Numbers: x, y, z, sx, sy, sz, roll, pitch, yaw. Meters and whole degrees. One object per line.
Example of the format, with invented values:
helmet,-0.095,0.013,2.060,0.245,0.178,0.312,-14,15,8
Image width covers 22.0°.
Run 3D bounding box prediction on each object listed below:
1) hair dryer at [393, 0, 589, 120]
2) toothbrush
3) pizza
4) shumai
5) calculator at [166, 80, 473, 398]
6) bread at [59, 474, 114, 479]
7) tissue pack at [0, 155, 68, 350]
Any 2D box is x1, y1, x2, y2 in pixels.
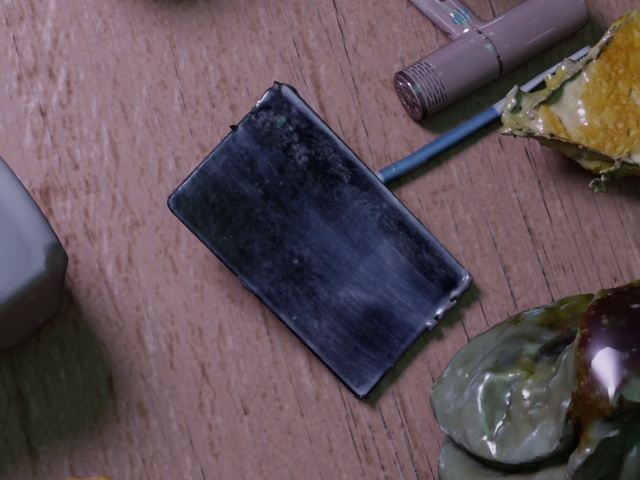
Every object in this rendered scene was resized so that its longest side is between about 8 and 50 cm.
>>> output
hair dryer,0.118,-0.246,1.568,0.195,0.053,0.220,-29,73,-13
toothbrush,0.148,-0.108,1.542,0.276,0.019,0.025,-31,88,-13
pizza,0.291,-0.133,1.528,0.288,0.075,0.280,-6,73,-16
shumai,0.264,0.167,1.355,0.309,0.263,0.304,-19,76,-10
calculator,0.000,0.000,1.455,0.161,0.021,0.261,-46,102,-14
bread,-0.245,0.286,1.344,0.229,0.139,0.143,-34,89,-12
tissue pack,-0.390,0.041,1.340,0.333,0.229,0.236,-42,85,-14
